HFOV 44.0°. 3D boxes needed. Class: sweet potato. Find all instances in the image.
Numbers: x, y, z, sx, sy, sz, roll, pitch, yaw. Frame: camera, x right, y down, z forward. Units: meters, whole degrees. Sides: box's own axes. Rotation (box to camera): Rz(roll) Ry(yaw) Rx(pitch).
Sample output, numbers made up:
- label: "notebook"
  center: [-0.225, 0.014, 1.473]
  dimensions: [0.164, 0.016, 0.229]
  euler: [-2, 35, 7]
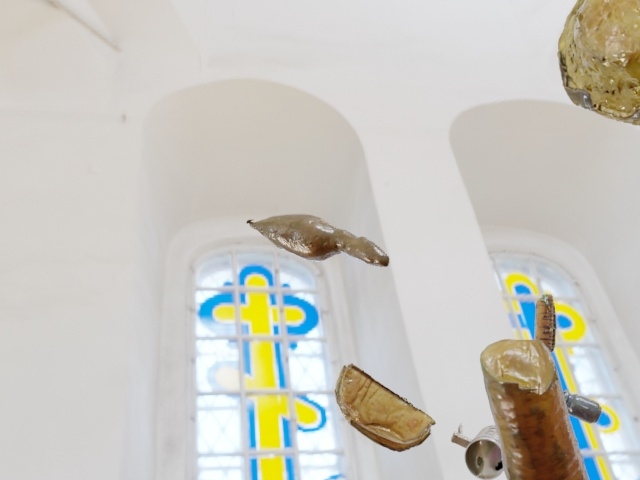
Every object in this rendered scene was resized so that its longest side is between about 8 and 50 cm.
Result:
- label: "sweet potato"
  center: [0.003, 0.000, 1.282]
  dimensions: [0.270, 0.074, 0.074]
  euler: [15, -33, 31]

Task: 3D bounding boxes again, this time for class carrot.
- label: "carrot"
  center: [0.303, 0.285, 1.095]
  dimensions: [0.114, 0.114, 0.301]
  euler: [-15, -73, 8]

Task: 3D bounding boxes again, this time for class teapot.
- label: "teapot"
  center: [0.538, 0.354, 1.654]
  dimensions: [0.083, 0.049, 0.063]
  euler: [23, -66, 7]

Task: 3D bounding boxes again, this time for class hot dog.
- label: "hot dog"
  center: [0.422, 0.157, 1.473]
  dimensions: [0.049, 0.122, 0.037]
  euler: [23, -24, -38]

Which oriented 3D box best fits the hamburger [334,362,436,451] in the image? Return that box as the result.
- label: "hamburger"
  center: [0.139, 0.402, 1.842]
  dimensions: [0.262, 0.130, 0.124]
  euler: [34, -17, -2]

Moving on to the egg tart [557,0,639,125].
- label: "egg tart"
  center: [0.522, -0.342, 1.256]
  dimensions: [0.341, 0.341, 0.132]
  euler: [-38, -37, 29]

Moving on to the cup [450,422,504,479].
- label: "cup"
  center: [0.288, 0.372, 1.405]
  dimensions: [0.102, 0.074, 0.099]
  euler: [0, 3, 24]
